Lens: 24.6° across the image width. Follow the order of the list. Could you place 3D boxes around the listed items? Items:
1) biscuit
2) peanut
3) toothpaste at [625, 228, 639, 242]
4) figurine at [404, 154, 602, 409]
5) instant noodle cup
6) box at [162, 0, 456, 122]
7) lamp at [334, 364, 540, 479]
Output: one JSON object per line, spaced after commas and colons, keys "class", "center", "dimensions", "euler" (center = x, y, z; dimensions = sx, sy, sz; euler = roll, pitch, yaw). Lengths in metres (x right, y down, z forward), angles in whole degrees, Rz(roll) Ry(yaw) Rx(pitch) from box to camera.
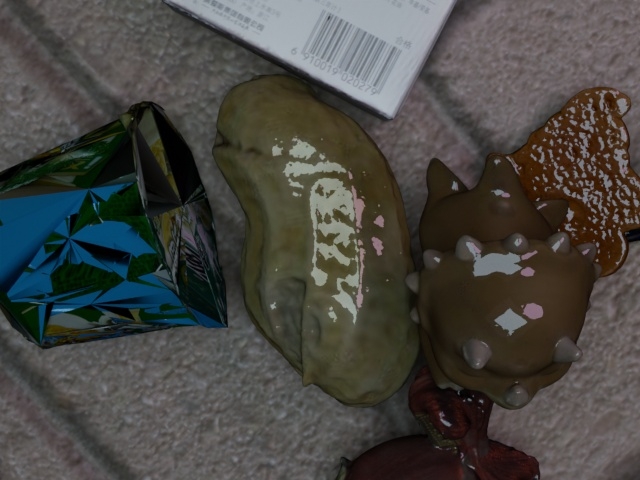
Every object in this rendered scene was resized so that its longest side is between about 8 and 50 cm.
{"class": "biscuit", "center": [0.243, -0.024, 1.491], "dimensions": [0.183, 0.043, 0.280], "euler": [24, 105, 16]}
{"class": "peanut", "center": [0.006, -0.001, 1.454], "dimensions": [0.174, 0.158, 0.340], "euler": [-9, 88, 27]}
{"class": "toothpaste", "center": [0.330, -0.027, 1.504], "dimensions": [0.193, 0.045, 0.071], "euler": [-7, 90, 8]}
{"class": "figurine", "center": [0.169, 0.027, 1.354], "dimensions": [0.177, 0.173, 0.247], "euler": [17, 66, 0]}
{"class": "instant noodle cup", "center": [-0.213, -0.002, 1.427], "dimensions": [0.178, 0.240, 0.240], "euler": [-17, 93, 10]}
{"class": "box", "center": [0.002, -0.259, 1.456], "dimensions": [0.260, 0.111, 0.194], "euler": [28, 93, 1]}
{"class": "lamp", "center": [0.095, 0.245, 1.466], "dimensions": [0.223, 0.151, 0.215], "euler": [-52, 134, -19]}
